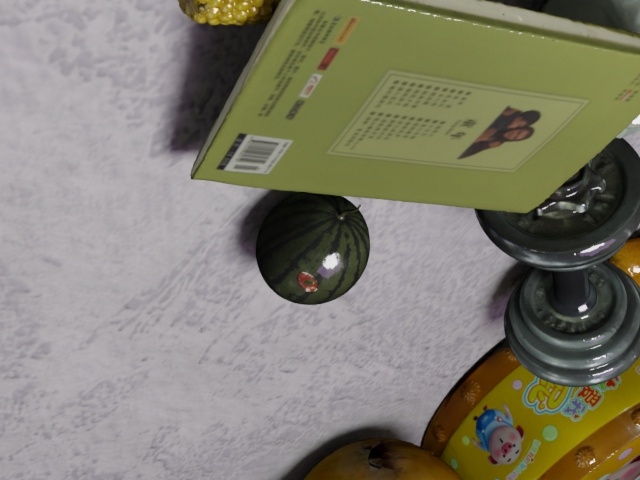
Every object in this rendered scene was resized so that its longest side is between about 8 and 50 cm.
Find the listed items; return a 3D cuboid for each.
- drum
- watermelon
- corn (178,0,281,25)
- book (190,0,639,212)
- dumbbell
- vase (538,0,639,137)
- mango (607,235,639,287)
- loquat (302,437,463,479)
[{"bbox_3d":[0.373,0.293,1.530,0.431,0.214,0.431,-24,143,-19],"label":"drum"},{"bbox_3d":[0.000,0.000,0.970,0.105,0.105,0.133,-1,149,-39],"label":"watermelon"},{"bbox_3d":[0.019,-0.211,0.767,0.260,0.091,0.091,-19,107,-23],"label":"corn"},{"bbox_3d":[0.091,-0.102,0.849,0.352,0.035,0.239,4,147,-28],"label":"book"},{"bbox_3d":[0.277,0.024,1.174,0.179,0.179,0.406,-33,145,-5],"label":"dumbbell"},{"bbox_3d":[0.371,-0.194,1.037,0.360,0.165,0.165,-11,137,-37],"label":"vase"},{"bbox_3d":[0.455,0.034,1.409,0.159,0.105,0.084,-13,166,-11],"label":"mango"},{"bbox_3d":[0.079,0.389,1.357,0.263,0.263,0.263,-23,142,-19],"label":"loquat"}]
